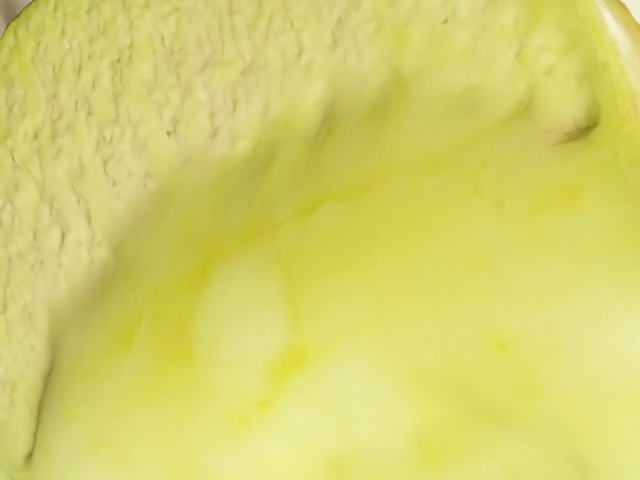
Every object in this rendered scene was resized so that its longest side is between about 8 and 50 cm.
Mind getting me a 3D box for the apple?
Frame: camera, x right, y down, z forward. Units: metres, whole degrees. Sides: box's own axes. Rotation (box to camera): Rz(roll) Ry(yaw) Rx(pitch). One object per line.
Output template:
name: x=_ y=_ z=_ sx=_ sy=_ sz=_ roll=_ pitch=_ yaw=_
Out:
apple: x=0.000 y=0.000 z=0.417 sx=0.265 sy=0.120 sz=0.193 roll=-23 pitch=83 yaw=36
